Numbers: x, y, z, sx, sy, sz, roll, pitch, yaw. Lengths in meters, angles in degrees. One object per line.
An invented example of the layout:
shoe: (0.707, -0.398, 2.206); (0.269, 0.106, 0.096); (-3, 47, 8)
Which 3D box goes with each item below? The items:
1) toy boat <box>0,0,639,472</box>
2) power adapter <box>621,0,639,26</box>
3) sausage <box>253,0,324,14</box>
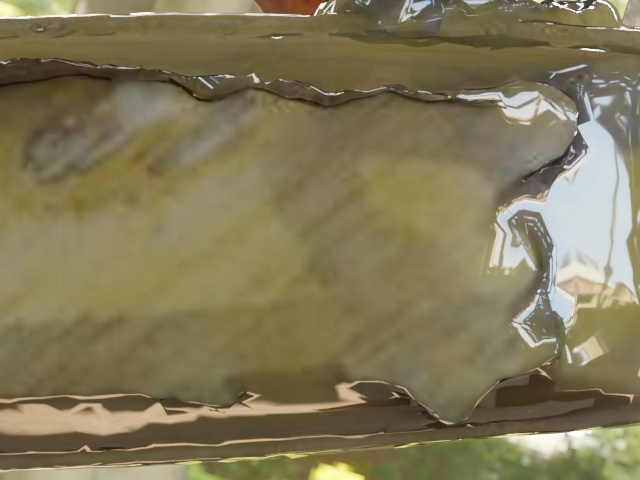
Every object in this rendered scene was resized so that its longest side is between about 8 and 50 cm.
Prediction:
toy boat: (-0.075, 0.007, 0.518); (0.446, 0.135, 0.162); (-2, 0, 17)
power adapter: (0.312, -0.096, 1.389); (0.125, 0.130, 0.205); (-10, 38, -37)
sausage: (-0.004, -0.134, 0.803); (0.089, 0.089, 0.179); (30, 26, -56)
